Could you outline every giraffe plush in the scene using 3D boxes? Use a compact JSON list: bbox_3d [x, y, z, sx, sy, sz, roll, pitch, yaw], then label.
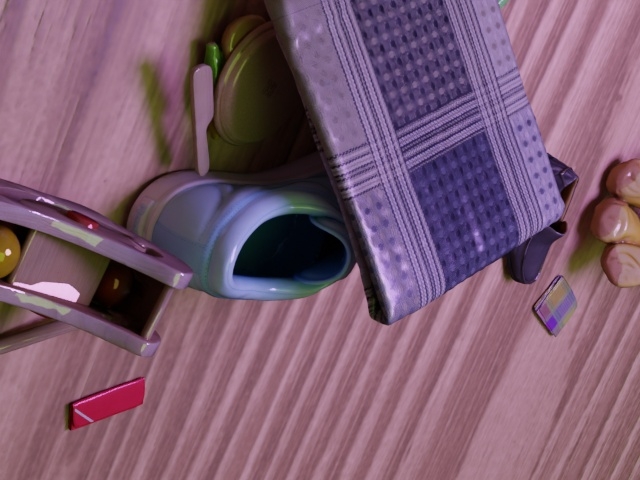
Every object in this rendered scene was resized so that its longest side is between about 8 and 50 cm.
[{"bbox_3d":[0.452,-0.004,1.826,0.170,0.210,0.181,51,60,-83],"label":"giraffe plush"}]

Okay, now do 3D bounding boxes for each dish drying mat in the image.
[{"bbox_3d":[-0.202,0.155,1.337,0.083,0.008,0.032,-17,124,-39],"label":"dish drying mat"}]

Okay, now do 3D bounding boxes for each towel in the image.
[{"bbox_3d":[0.307,0.085,1.828,0.060,0.009,0.083,-52,141,-9],"label":"towel"},{"bbox_3d":[0.094,-0.119,1.331,0.312,0.056,0.324,-29,104,-43],"label":"towel"}]

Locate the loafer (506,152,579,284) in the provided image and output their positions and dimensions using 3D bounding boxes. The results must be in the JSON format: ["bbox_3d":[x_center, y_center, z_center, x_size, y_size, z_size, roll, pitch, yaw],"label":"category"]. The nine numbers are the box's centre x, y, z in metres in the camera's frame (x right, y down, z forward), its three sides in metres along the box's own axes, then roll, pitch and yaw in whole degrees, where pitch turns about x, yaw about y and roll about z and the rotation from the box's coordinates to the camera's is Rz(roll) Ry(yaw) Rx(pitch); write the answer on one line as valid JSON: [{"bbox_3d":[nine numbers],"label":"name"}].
[{"bbox_3d":[0.264,-0.018,1.677,0.062,0.061,0.170,-21,128,-38],"label":"loafer"}]

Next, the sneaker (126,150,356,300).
[{"bbox_3d":[0.000,0.000,1.340,0.366,0.150,0.135,-13,123,-41],"label":"sneaker"}]

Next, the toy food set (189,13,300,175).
[{"bbox_3d":[-0.059,-0.149,1.281,0.192,0.038,0.132,-34,142,-37],"label":"toy food set"}]

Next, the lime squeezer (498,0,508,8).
[{"bbox_3d":[0.287,-0.325,1.514,0.310,0.059,0.110,-31,133,-31],"label":"lime squeezer"}]

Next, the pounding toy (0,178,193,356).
[{"bbox_3d":[-0.212,0.054,1.148,0.269,0.154,0.155,20,98,-50],"label":"pounding toy"}]
